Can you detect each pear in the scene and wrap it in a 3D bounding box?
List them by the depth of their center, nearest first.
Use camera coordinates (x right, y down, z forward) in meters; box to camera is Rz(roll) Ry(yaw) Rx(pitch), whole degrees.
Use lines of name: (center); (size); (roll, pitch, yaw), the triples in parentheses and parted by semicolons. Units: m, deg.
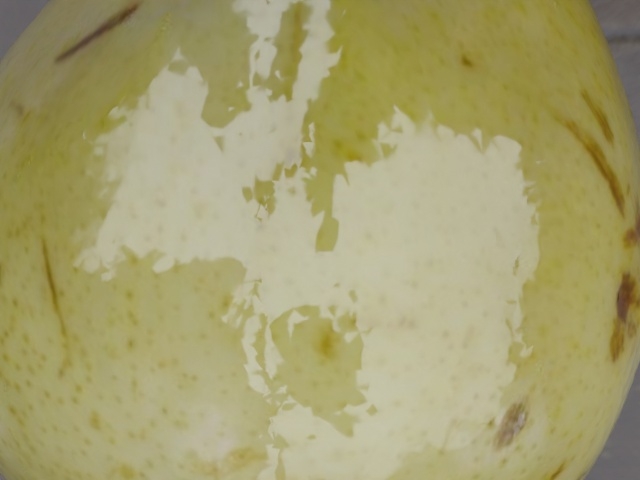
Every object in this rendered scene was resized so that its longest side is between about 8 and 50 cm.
pear: (-0.009, -0.001, 0.809); (0.309, 0.309, 0.309); (1, 85, -6)
